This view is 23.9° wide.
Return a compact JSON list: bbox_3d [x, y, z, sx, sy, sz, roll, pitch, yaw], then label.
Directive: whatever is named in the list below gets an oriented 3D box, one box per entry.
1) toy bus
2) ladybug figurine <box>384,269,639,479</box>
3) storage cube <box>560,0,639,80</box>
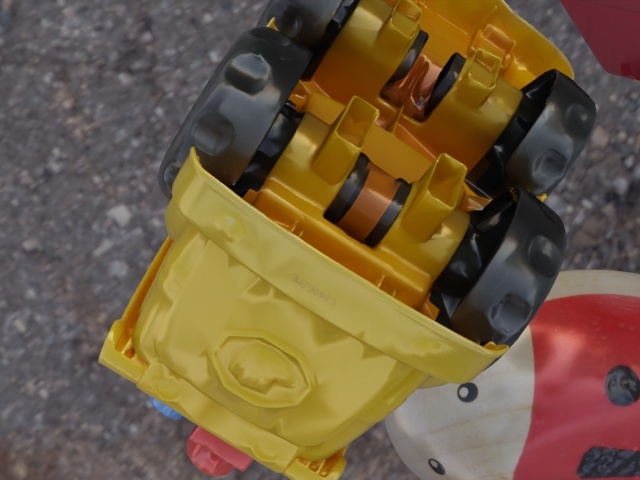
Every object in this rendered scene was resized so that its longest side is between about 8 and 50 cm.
[{"bbox_3d":[0.000,0.000,0.659,0.149,0.220,0.211,31,131,-5],"label":"toy bus"},{"bbox_3d":[0.290,0.186,1.607,0.449,0.162,0.305,2,120,-22],"label":"ladybug figurine"},{"bbox_3d":[0.285,-0.232,1.101,0.184,0.215,0.193,44,168,-36],"label":"storage cube"}]
